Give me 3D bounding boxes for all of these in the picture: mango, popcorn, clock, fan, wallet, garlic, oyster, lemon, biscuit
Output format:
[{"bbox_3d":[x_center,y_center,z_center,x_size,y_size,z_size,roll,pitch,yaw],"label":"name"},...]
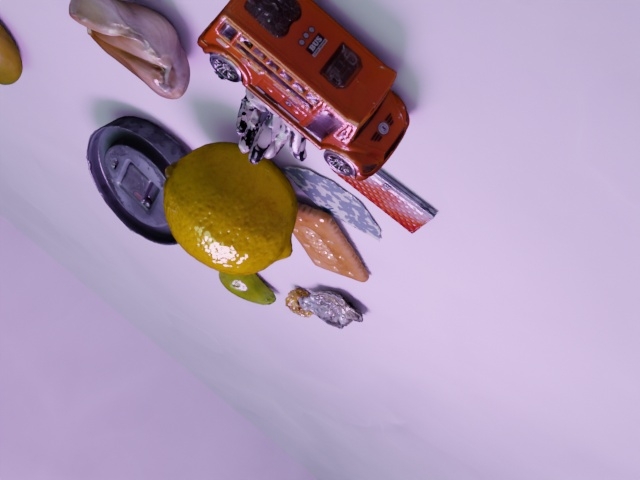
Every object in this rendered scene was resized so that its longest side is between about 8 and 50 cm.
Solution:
[{"bbox_3d":[-0.718,-0.414,2.213,0.137,0.091,0.237,32,166,23],"label":"mango"},{"bbox_3d":[-0.045,0.155,2.476,0.083,0.057,0.082,6,147,46],"label":"popcorn"},{"bbox_3d":[-0.188,0.117,2.582,0.165,0.074,0.091,35,157,-3],"label":"mango"},{"bbox_3d":[-0.384,-0.130,2.229,0.312,0.061,0.313,24,137,25],"label":"clock"},{"bbox_3d":[0.028,-0.075,1.939,0.240,0.009,0.131,37,158,-5],"label":"fan"},{"bbox_3d":[0.107,-0.088,1.781,0.196,0.020,0.103,37,159,-5],"label":"wallet"},{"bbox_3d":[-0.304,-0.338,1.746,0.228,0.110,0.217,40,173,18],"label":"garlic"},{"bbox_3d":[0.030,0.161,2.377,0.125,0.064,0.177,47,156,-18],"label":"oyster"},{"bbox_3d":[-0.172,-0.062,1.947,0.267,0.267,0.267,30,158,13],"label":"lemon"},{"bbox_3d":[-0.001,0.001,2.103,0.160,0.030,0.250,20,157,35],"label":"biscuit"}]

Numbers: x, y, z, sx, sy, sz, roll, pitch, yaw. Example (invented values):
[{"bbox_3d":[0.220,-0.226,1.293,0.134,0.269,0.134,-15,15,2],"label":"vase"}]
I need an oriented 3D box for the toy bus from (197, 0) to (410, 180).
[{"bbox_3d":[-0.005,-0.239,1.456,0.329,0.143,0.153,40,158,-11],"label":"toy bus"}]

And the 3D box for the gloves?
[{"bbox_3d":[-0.072,-0.210,1.675,0.127,0.111,0.212,11,156,-5],"label":"gloves"}]
